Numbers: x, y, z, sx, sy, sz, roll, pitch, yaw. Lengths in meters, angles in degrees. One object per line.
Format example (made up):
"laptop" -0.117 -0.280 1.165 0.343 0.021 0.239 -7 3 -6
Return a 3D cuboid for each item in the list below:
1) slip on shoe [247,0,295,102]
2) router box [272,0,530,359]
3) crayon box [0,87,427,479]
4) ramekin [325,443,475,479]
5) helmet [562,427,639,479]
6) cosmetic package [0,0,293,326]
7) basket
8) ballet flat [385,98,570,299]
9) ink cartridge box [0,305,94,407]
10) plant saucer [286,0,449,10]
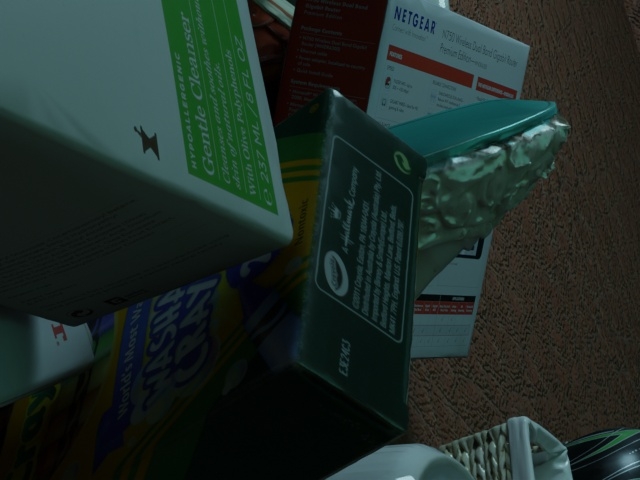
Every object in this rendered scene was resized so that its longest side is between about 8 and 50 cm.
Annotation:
"slip on shoe" -0.078 -0.162 1.449 0.101 0.123 0.331 -67 153 -6
"router box" 0.063 -0.050 1.538 0.335 0.082 0.301 8 94 -64
"crayon box" -0.085 0.079 1.026 0.083 0.323 0.203 35 40 -26
"ramekin" 0.061 0.284 1.405 0.273 0.127 0.273 46 35 -47
"helmet" 0.325 0.281 1.944 0.169 0.161 0.169 46 35 -47
"cosmetic package" -0.179 -0.099 0.820 0.365 0.155 0.197 24 50 -59
"basket" 0.181 0.269 1.708 0.113 0.103 0.167 39 40 -52
"ballet flat" 0.000 0.000 1.282 0.409 0.147 0.147 -16 89 -26
"ink cartridge box" -0.252 0.013 0.911 0.273 0.114 0.197 -18 90 -65
"plant saucer" -0.002 -0.302 1.693 0.400 0.100 0.400 47 34 -46
